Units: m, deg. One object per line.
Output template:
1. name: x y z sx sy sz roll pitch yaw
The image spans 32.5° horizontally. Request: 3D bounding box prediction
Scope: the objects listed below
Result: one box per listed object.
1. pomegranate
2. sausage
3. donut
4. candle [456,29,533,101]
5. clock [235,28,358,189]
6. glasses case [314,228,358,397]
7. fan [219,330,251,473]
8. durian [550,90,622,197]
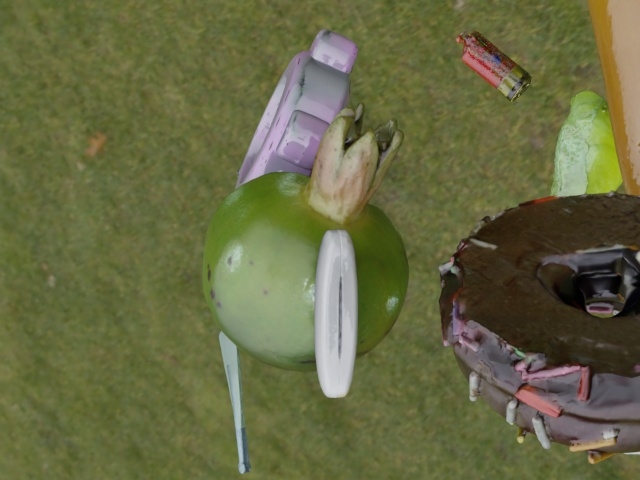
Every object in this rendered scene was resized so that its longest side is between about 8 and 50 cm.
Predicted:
1. pomegranate: 0.000 0.000 1.193 0.236 0.236 0.301 38 122 16
2. sausage: 0.328 -0.136 1.001 0.134 0.116 0.353 -11 73 6
3. donut: 0.220 0.060 0.843 0.270 0.270 0.103 16 129 32
4. candle: 0.254 -0.265 1.639 0.131 0.052 0.052 44 135 13
5. clock: -0.032 -0.127 1.369 0.090 0.227 0.248 22 149 -9
6. glasses case: 0.015 0.071 1.067 0.063 0.041 0.164 -159 70 -81
7. fan: -0.111 0.211 1.449 0.038 0.016 0.193 -13 84 54
8. durian: 0.419 -0.116 1.748 0.101 0.139 0.250 39 138 43
